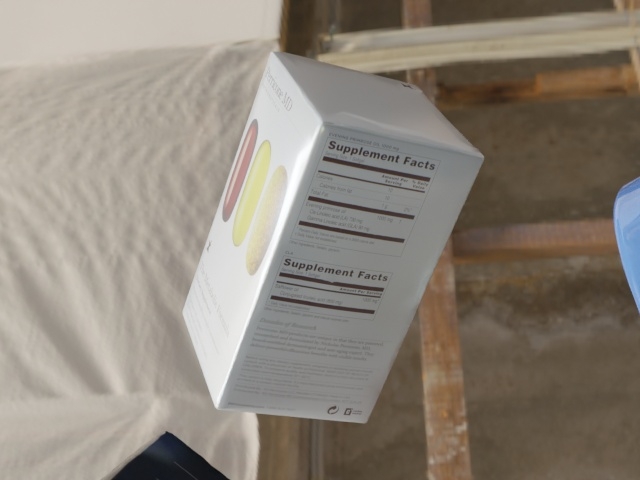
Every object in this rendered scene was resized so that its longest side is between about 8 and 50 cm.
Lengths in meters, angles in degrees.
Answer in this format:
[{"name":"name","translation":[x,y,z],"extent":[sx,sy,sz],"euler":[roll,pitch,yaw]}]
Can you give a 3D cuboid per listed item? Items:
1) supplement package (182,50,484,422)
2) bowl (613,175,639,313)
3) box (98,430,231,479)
[{"name":"supplement package","translation":[0.000,0.000,0.855],"extent":[0.133,0.244,0.139],"euler":[9,-154,-25]},{"name":"bowl","translation":[0.294,0.109,0.622],"extent":[0.077,0.391,0.391],"euler":[-33,-144,24]},{"name":"box","translation":[-0.070,0.295,0.505],"extent":[0.293,0.395,0.212],"euler":[37,-82,4]}]
